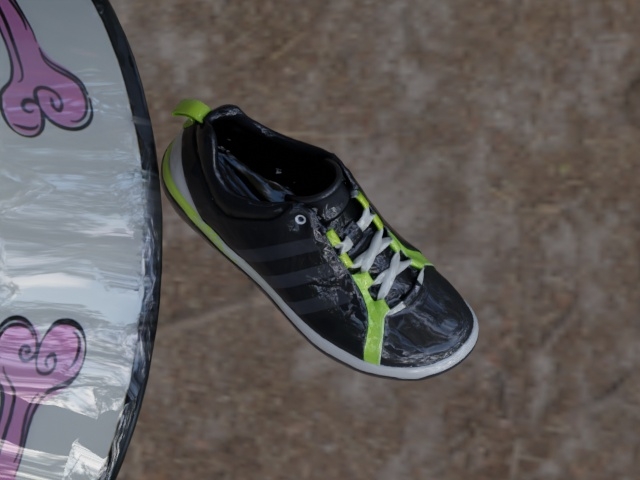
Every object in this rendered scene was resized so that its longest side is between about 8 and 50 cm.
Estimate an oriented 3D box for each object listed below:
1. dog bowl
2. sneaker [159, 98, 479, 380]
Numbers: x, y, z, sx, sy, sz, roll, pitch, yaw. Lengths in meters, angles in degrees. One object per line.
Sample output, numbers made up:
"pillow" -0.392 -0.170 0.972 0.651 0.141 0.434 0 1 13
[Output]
"dog bowl" -0.270 0.012 0.913 0.150 0.408 0.408 8 87 -49
"sneaker" 0.000 0.000 1.136 0.234 0.097 0.084 34 62 -3
